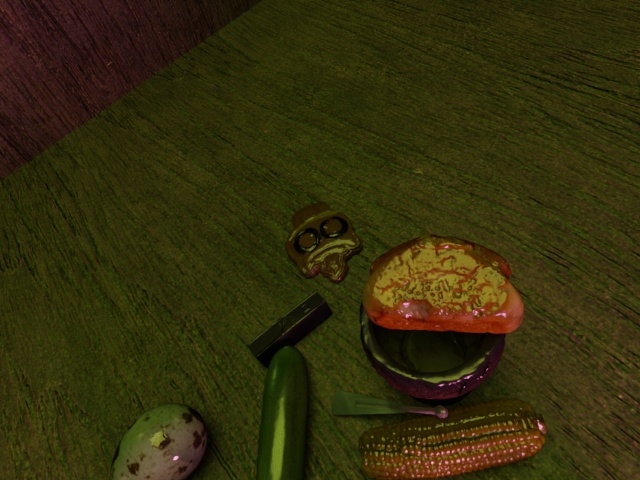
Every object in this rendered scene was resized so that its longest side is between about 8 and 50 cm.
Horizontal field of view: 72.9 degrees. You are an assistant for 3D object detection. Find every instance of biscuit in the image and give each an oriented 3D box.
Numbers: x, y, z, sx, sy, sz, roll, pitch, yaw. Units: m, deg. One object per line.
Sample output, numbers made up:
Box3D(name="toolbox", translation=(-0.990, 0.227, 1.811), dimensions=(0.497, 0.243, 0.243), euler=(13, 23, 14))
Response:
Box3D(name="biscuit", translation=(0.000, 0.000, 1.249), dimensions=(0.208, 0.041, 0.290), euler=(-27, 51, 0))

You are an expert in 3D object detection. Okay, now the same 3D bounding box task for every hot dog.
Box3D(name="hot dog", translation=(0.202, 0.069, 0.734), dimensions=(0.256, 0.150, 0.153), euler=(-1, 66, 18))

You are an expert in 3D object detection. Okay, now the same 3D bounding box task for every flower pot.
Box3D(name="flower pot", translation=(0.228, 0.205, 0.883), dimensions=(0.266, 0.267, 0.266), euler=(-9, 55, 12))

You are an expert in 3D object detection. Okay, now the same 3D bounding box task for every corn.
Box3D(name="corn", translation=(0.249, 0.389, 0.840), dimensions=(0.363, 0.120, 0.120), euler=(-16, 52, 12))

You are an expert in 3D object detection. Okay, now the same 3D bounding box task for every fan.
Box3D(name="fan", translation=(0.134, 0.341, 0.902), dimensions=(0.282, 0.023, 0.057), euler=(-15, 47, 39))

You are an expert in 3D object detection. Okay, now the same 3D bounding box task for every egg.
Box3D(name="egg", translation=(-0.357, 0.463, 0.952), dimensions=(0.231, 0.169, 0.169), euler=(-41, 53, 1))

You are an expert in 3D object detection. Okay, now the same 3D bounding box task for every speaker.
Box3D(name="speaker", translation=(-0.073, 0.224, 1.087), dimensions=(0.218, 0.082, 0.044), euler=(-37, 52, -12))

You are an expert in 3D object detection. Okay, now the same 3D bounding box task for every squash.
Box3D(name="squash", translation=(-0.080, 0.408, 0.938), dimensions=(0.107, 0.107, 0.395), euler=(-7, 53, 13))
